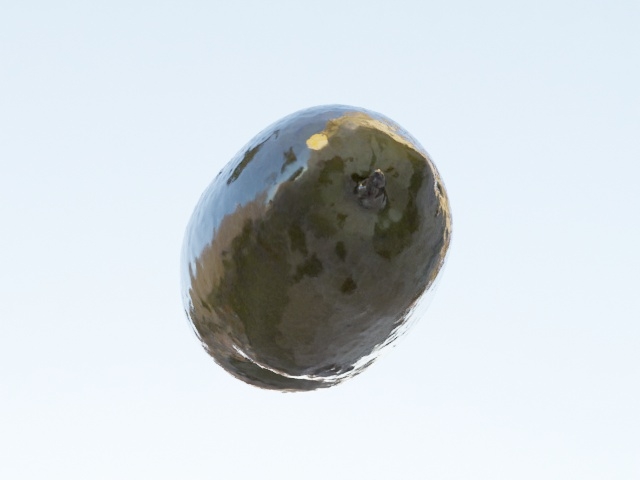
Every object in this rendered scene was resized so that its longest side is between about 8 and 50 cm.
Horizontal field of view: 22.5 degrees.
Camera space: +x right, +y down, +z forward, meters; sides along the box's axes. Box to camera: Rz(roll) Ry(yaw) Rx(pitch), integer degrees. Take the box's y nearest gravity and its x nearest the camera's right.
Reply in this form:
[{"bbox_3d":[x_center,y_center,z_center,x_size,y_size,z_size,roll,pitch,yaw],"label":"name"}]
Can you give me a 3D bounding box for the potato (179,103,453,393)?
[{"bbox_3d":[0.000,0.000,0.961,0.159,0.174,0.251,15,-16,-7],"label":"potato"}]
